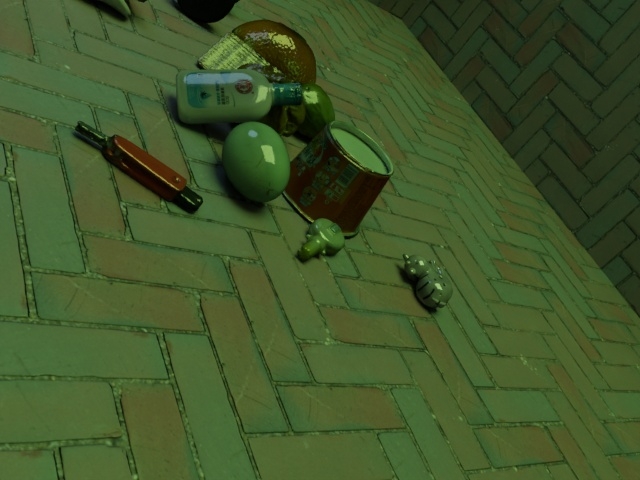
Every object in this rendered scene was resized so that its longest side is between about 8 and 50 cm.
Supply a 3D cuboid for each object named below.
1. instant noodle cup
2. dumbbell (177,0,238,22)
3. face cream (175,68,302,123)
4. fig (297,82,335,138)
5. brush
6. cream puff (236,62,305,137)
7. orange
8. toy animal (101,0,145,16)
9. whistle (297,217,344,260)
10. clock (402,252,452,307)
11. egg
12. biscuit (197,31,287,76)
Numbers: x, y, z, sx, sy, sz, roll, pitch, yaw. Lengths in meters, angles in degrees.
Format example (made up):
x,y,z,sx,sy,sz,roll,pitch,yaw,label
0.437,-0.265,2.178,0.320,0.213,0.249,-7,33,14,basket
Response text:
x,y,z,sx,sy,sz,roll,pitch,yaw,label
0.056,-0.182,1.957,0.296,0.214,0.296,30,29,-19,instant noodle cup
-0.374,-0.906,2.468,0.203,0.204,0.322,33,30,-13,dumbbell
-0.218,-0.392,1.891,0.336,0.080,0.163,-3,66,-10,face cream
-0.024,-0.412,2.239,0.233,0.167,0.167,31,29,-4,fig
-0.402,-0.170,1.562,0.323,0.051,0.070,33,32,-14,brush
-0.161,-0.408,2.055,0.244,0.196,0.244,2,49,-3,cream puff
-0.152,-0.641,2.397,0.334,0.196,0.262,25,10,-17,orange
-0.628,-0.803,2.062,0.289,0.174,0.249,24,45,-31,toy animal
0.000,0.000,1.797,0.104,0.057,0.198,48,29,4,whistle
0.296,0.112,1.971,0.117,0.080,0.176,21,33,-33,clock
-0.162,-0.199,1.769,0.168,0.168,0.231,11,46,-42,egg
-0.242,-0.527,2.192,0.254,0.029,0.172,40,64,0,biscuit
